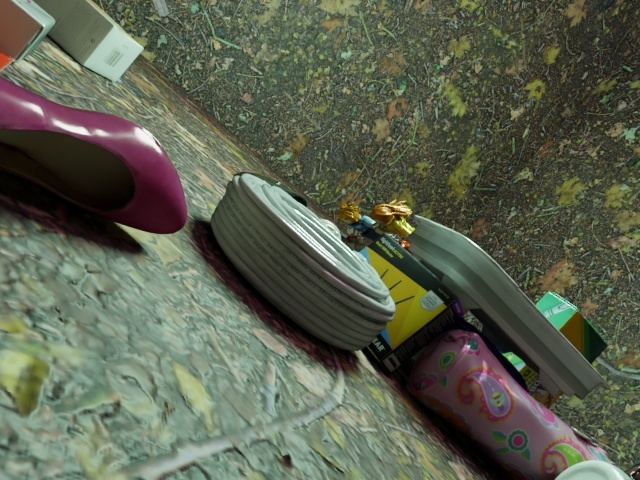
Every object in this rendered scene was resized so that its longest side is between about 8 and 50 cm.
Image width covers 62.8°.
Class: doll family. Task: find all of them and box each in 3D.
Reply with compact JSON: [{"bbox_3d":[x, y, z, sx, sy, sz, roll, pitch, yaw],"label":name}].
[{"bbox_3d":[0.119,-0.019,1.072,0.163,0.118,0.263,30,-18,-33],"label":"doll family"}]

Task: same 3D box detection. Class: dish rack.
[{"bbox_3d":[0.270,0.108,0.836,0.333,0.072,0.285,43,2,-13],"label":"dish rack"}]

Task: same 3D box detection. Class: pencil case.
[{"bbox_3d":[0.251,0.243,0.690,0.284,0.124,0.124,41,5,-2],"label":"pencil case"}]

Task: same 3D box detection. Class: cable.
[{"bbox_3d":[-0.022,0.023,0.640,0.257,0.089,0.257,39,7,-28],"label":"cable"}]

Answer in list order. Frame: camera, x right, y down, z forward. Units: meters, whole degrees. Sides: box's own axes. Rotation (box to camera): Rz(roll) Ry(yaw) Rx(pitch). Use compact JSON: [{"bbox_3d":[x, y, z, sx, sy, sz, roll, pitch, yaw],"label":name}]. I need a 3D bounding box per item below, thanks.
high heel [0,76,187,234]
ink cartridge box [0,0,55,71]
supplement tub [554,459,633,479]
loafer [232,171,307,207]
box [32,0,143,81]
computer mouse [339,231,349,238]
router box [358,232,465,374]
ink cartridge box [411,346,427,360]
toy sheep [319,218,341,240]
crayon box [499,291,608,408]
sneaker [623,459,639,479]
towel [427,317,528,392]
[{"bbox_3d":[-0.163,-0.041,0.305,0.244,0.082,0.117,56,21,-51],"label":"high heel"},{"bbox_3d":[-0.401,-0.283,0.493,0.275,0.060,0.239,39,5,-31],"label":"ink cartridge box"},{"bbox_3d":[0.353,0.349,0.582,0.190,0.117,0.117,42,5,-5],"label":"supplement tub"},{"bbox_3d":[-0.099,-0.093,1.056,0.078,0.080,0.220,45,6,27],"label":"loafer"},{"bbox_3d":[-0.432,-0.388,0.945,0.170,0.091,0.130,42,5,-1],"label":"box"},{"bbox_3d":[0.063,0.033,1.294,0.188,0.072,0.272,41,5,0],"label":"computer mouse"},{"bbox_3d":[0.095,0.082,0.746,0.179,0.133,0.046,47,-7,48],"label":"router box"},{"bbox_3d":[0.167,0.180,0.975,0.028,0.048,0.083,38,6,-22],"label":"ink cartridge box"},{"bbox_3d":[0.000,0.000,1.042,0.091,0.091,0.132,41,-9,-14],"label":"toy sheep"},{"bbox_3d":[0.443,0.262,1.090,0.165,0.278,0.081,39,5,-32],"label":"crayon box"},{"bbox_3d":[0.492,0.412,0.849,0.106,0.162,0.281,46,6,38],"label":"sneaker"},{"bbox_3d":[0.219,0.146,0.932,0.227,0.076,0.308,31,10,-46],"label":"towel"}]
